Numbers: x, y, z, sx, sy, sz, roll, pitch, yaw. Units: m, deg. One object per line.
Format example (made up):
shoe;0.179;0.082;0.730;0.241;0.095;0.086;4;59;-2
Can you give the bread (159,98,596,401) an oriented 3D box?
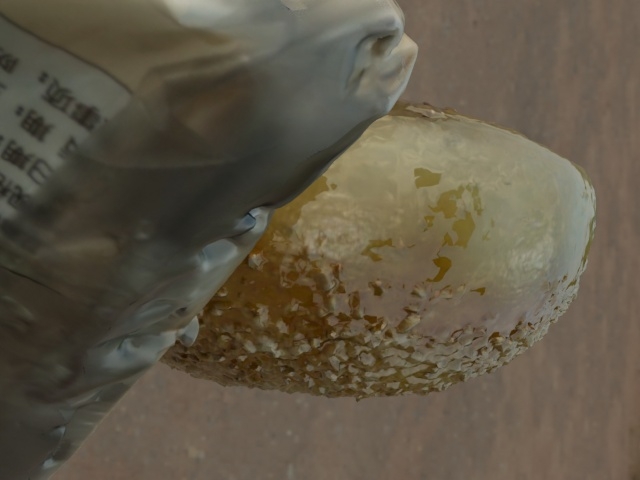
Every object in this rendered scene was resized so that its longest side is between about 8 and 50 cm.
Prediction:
bread;0.004;0.000;0.671;0.192;0.314;0.171;100;-4;-85

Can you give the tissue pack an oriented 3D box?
tissue pack;-0.185;-0.093;0.518;0.376;0.390;0.195;52;42;5
